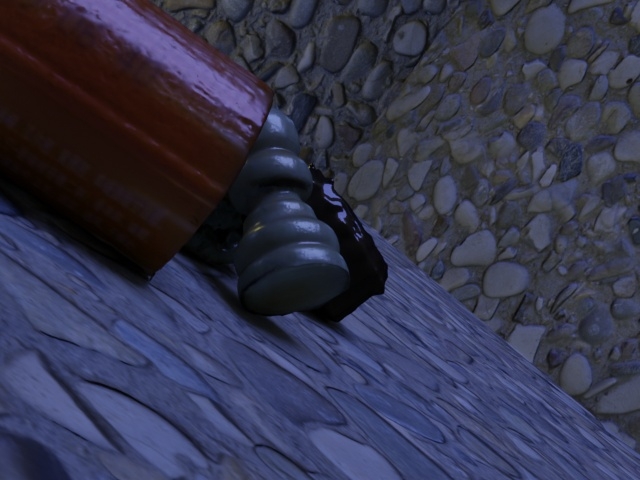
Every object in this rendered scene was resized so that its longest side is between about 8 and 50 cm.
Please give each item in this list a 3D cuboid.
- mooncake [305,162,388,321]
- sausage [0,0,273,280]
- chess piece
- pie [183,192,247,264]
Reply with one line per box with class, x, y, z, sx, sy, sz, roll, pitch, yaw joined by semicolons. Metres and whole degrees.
mooncake;0.000;0.000;1.783;0.228;0.124;0.228;53;-9;12
sausage;-0.222;-0.138;1.251;0.287;0.233;0.233;35;5;-14
chess piece;-0.056;-0.046;1.484;0.133;0.133;0.243;29;40;-55
pie;-0.202;-0.085;1.608;0.288;0.103;0.354;40;6;38
